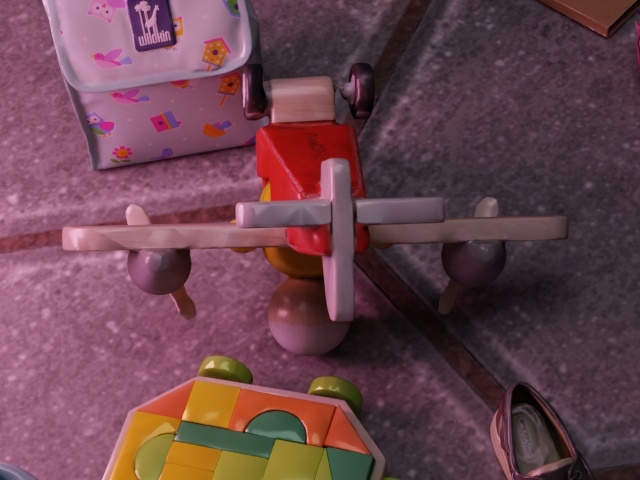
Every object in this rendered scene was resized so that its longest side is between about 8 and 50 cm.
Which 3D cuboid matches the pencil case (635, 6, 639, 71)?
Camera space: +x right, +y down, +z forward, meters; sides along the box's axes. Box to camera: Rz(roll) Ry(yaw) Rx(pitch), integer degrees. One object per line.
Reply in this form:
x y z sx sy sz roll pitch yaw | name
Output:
0.460 -0.226 2.053 0.209 0.095 0.098 -6 31 1 | pencil case

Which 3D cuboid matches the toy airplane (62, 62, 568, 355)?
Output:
0.000 0.000 1.823 0.386 0.272 0.384 18 27 33 | toy airplane

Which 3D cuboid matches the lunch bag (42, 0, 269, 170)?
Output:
-0.178 -0.218 2.023 0.223 0.262 0.160 -9 51 0 | lunch bag

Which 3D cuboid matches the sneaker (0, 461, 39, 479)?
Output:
-0.237 0.350 1.658 0.135 0.150 0.366 -33 55 -16 | sneaker

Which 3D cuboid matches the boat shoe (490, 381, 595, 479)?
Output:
0.218 0.232 1.735 0.080 0.073 0.223 -18 52 -6 | boat shoe

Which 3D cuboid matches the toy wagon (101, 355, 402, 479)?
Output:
-0.037 0.245 1.764 0.344 0.068 0.267 9 54 15 | toy wagon

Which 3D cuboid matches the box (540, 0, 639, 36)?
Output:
0.314 -0.338 2.201 0.201 0.021 0.164 34 63 28 | box
